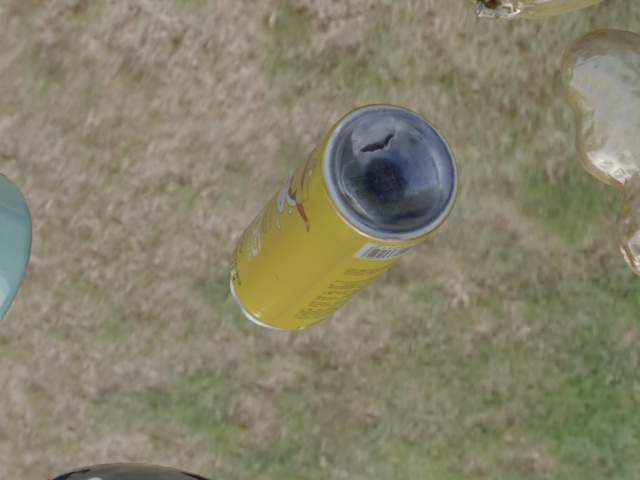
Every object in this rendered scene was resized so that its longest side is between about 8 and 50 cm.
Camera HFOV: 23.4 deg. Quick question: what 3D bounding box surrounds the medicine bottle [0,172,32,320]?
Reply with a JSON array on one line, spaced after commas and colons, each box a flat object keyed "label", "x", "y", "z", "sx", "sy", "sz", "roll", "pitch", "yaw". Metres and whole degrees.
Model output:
[{"label": "medicine bottle", "x": -0.304, "y": -0.018, "z": 0.972, "sx": 0.139, "sy": 0.139, "sz": 0.225, "roll": -31, "pitch": 141, "yaw": 27}]

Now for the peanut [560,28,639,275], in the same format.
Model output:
[{"label": "peanut", "x": 0.272, "y": -0.073, "z": 1.301, "sx": 0.104, "sy": 0.086, "sz": 0.227, "roll": -23, "pitch": 86, "yaw": 22}]

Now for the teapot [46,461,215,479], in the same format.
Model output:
[{"label": "teapot", "x": -0.094, "y": 0.213, "z": 0.574, "sx": 0.183, "sy": 0.251, "sz": 0.183, "roll": 27, "pitch": 147, "yaw": 20}]

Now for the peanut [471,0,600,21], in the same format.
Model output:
[{"label": "peanut", "x": 0.222, "y": -0.298, "z": 1.237, "sx": 0.159, "sy": 0.143, "sz": 0.291, "roll": 36, "pitch": 111, "yaw": 25}]

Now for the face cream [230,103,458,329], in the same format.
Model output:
[{"label": "face cream", "x": 0.000, "y": 0.000, "z": 1.225, "sx": 0.105, "sy": 0.105, "sz": 0.349, "roll": 28, "pitch": 158, "yaw": -7}]
